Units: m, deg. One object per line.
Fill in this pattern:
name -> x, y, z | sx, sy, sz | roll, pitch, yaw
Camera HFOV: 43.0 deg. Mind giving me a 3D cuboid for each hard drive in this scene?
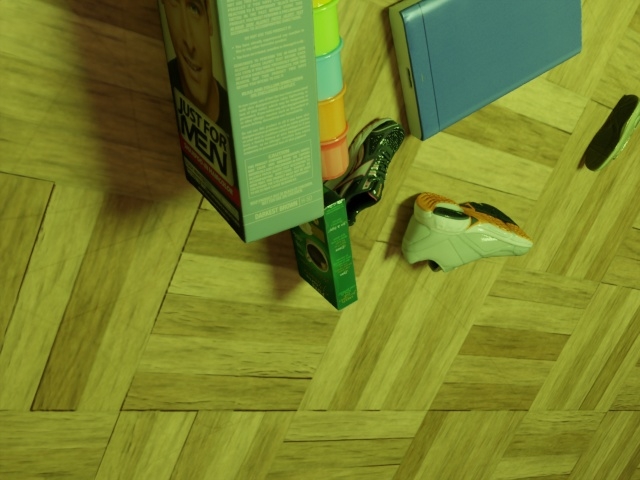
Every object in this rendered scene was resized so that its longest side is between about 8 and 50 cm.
hard drive -> 0.254, -0.307, 1.197 | 0.318, 0.040, 0.210 | -30, 131, -16

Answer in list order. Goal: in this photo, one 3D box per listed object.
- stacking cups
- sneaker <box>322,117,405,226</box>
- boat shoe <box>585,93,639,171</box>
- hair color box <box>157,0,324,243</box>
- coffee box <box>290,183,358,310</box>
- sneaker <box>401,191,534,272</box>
stacking cups -> -0.013, -0.225, 1.039 | 0.096, 0.096, 0.316 | -26, 135, -20
sneaker -> 0.071, -0.090, 1.180 | 0.072, 0.077, 0.178 | 30, 98, -45
boat shoe -> 0.537, -0.188, 1.470 | 0.048, 0.056, 0.153 | 26, 93, -38
hair color box -> -0.094, -0.207, 0.910 | 0.113, 0.185, 0.375 | -20, 128, -24
coffee box -> 0.000, 0.000, 1.165 | 0.040, 0.113, 0.184 | -28, 129, -23
sneaker -> 0.239, 0.002, 1.361 | 0.262, 0.099, 0.121 | 12, 118, -32
